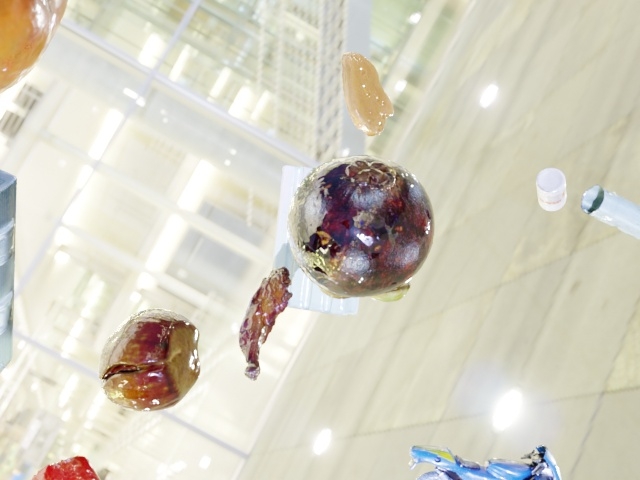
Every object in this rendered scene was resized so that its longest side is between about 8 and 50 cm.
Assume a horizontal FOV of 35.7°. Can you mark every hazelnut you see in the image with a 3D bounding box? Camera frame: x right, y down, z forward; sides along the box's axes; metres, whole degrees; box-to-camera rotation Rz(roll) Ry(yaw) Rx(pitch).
[{"bbox_3d":[-0.368,0.265,2.151,0.218,0.218,0.234,-55,11,44],"label":"hazelnut"}]

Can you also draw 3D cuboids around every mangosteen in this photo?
[{"bbox_3d":[0.073,-0.015,1.809,0.288,0.288,0.288,-60,6,10],"label":"mangosteen"}]

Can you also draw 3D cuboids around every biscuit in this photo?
[{"bbox_3d":[0.073,-0.224,1.563,0.023,0.118,0.140,-22,57,33],"label":"biscuit"}]

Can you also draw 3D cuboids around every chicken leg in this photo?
[{"bbox_3d":[-0.090,0.128,1.557,0.093,0.053,0.205,-15,52,51],"label":"chicken leg"}]

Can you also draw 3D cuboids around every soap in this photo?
[{"bbox_3d":[0.000,0.000,2.009,0.095,0.172,0.290,2,-86,-68],"label":"soap"}]

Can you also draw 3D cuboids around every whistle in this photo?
[{"bbox_3d":[0.635,-0.025,1.922,0.062,0.312,0.062,-42,36,41],"label":"whistle"}]

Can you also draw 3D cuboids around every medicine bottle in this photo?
[{"bbox_3d":[0.456,-0.100,1.960,0.057,0.057,0.089,-62,-23,-15],"label":"medicine bottle"}]

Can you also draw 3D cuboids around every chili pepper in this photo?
[{"bbox_3d":[-0.445,0.586,1.910,0.131,0.338,0.134,-40,-25,24],"label":"chili pepper"}]

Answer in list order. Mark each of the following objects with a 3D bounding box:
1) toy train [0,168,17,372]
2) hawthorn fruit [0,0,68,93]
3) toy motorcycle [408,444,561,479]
[{"bbox_3d":[-0.519,0.080,1.527,0.086,0.089,0.410,-51,-23,-54],"label":"toy train"},{"bbox_3d":[-0.365,-0.216,0.930,0.261,0.224,0.224,-34,20,33],"label":"hawthorn fruit"},{"bbox_3d":[0.243,0.342,1.373,0.092,0.254,0.136,-107,26,-86],"label":"toy motorcycle"}]
